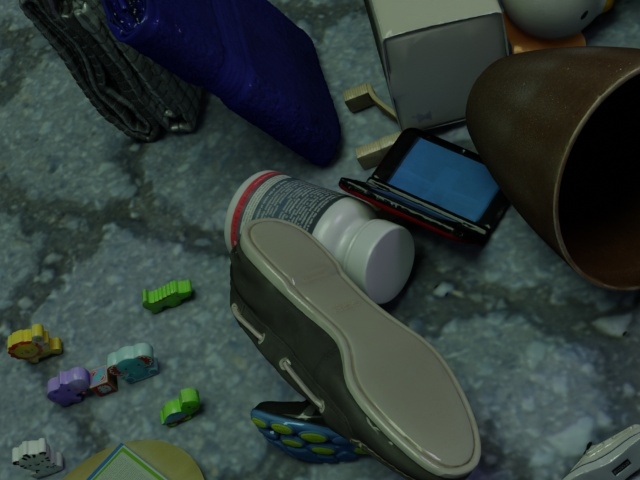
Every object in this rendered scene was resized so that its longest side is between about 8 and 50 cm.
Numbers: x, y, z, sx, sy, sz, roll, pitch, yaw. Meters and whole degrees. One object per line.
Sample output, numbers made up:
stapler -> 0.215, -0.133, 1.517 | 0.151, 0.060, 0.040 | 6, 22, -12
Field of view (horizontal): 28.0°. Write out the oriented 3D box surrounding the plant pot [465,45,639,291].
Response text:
plant pot -> 0.242, -0.097, 1.207 | 0.215, 0.215, 0.230 | -42, 35, -5

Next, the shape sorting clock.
shape sorting clock -> -0.201, 0.285, 1.254 | 0.206, 0.040, 0.206 | -20, 39, 17

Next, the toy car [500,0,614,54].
toy car -> 0.276, -0.292, 1.355 | 0.210, 0.219, 0.238 | 17, 108, 11

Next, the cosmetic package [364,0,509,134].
cosmetic package -> 0.110, -0.281, 1.412 | 0.129, 0.153, 0.296 | -13, 53, 2

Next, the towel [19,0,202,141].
towel -> -0.236, -0.288, 1.521 | 0.121, 0.283, 0.235 | -8, 54, 24

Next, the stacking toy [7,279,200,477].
stacking toy -> -0.233, 0.140, 1.368 | 0.221, 0.052, 0.167 | -22, 50, 12

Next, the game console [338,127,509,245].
game console -> 0.112, -0.060, 1.293 | 0.144, 0.124, 0.085 | 25, 97, 23

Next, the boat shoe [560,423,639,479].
boat shoe -> 0.241, 0.191, 1.101 | 0.100, 0.035, 0.035 | -37, 21, 4

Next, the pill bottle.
pill bottle -> 0.000, 0.000, 1.308 | 0.180, 0.108, 0.108 | 20, 68, 37

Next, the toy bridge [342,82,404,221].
toy bridge -> 0.070, -0.099, 1.396 | 0.063, 0.026, 0.188 | -20, 52, 12

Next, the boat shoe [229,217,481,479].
boat shoe -> 0.023, 0.112, 1.164 | 0.112, 0.095, 0.335 | -11, 45, -36

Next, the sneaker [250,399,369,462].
sneaker -> 0.027, 0.161, 1.215 | 0.188, 0.067, 0.078 | -9, 46, 17

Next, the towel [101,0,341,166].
towel -> -0.114, -0.217, 1.401 | 0.076, 0.308, 0.227 | -37, 45, 24
